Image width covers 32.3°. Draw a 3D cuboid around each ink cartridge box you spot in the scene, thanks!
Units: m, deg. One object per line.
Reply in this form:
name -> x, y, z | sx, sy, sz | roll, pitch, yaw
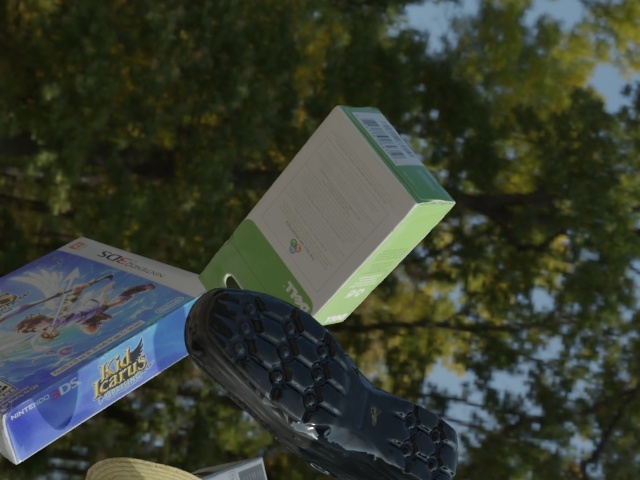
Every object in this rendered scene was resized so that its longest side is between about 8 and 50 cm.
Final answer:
ink cartridge box -> 0.000, 0.000, 0.914 | 0.209, 0.062, 0.109 | -49, -114, 27
ink cartridge box -> -0.244, 0.389, 1.627 | 0.238, 0.275, 0.060 | -16, -96, 27

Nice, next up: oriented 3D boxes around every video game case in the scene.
video game case -> -0.272, 0.095, 1.125 | 0.244, 0.269, 0.061 | 14, -56, 41

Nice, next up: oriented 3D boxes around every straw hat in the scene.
straw hat -> -0.144, 0.247, 0.932 | 0.144, 0.144, 0.061 | -55, -170, 47

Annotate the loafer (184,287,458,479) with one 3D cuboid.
loafer -> -0.005, 0.105, 0.693 | 0.078, 0.223, 0.076 | -20, -137, 41
